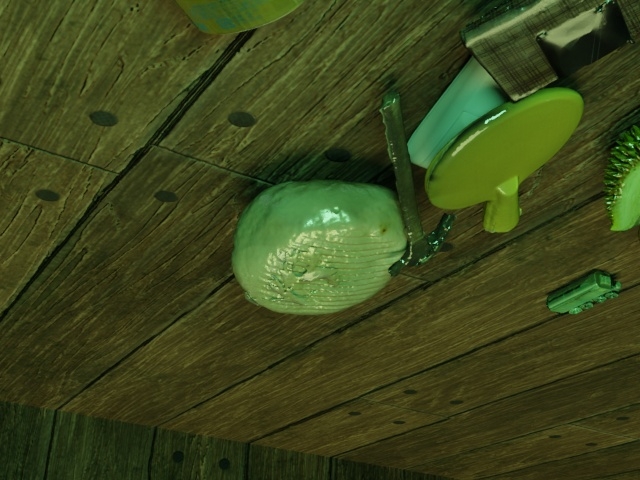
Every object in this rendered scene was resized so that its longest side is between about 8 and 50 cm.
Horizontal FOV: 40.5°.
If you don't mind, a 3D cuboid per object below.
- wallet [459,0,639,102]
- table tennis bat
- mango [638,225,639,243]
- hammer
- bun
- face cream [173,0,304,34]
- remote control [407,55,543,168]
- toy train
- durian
[{"bbox_3d":[0.272,-0.235,0.902,0.230,0.042,0.124,-29,133,27],"label":"wallet"},{"bbox_3d":[0.245,-0.094,1.161,0.224,0.054,0.368,-28,158,1],"label":"table tennis bat"},{"bbox_3d":[0.615,0.003,1.306,0.262,0.130,0.167,-1,148,15],"label":"mango"},{"bbox_3d":[0.114,-0.073,1.149,0.125,0.027,0.297,-35,137,-15],"label":"hammer"},{"bbox_3d":[-0.002,-0.003,1.289,0.273,0.168,0.273,-8,147,-5],"label":"bun"},{"bbox_3d":[-0.128,-0.304,0.800,0.139,0.067,0.285,-11,151,21],"label":"face cream"},{"bbox_3d":[0.204,-0.164,1.079,0.103,0.051,0.293,10,151,-14],"label":"remote control"},{"bbox_3d":[0.484,0.100,1.597,0.071,0.038,0.148,16,150,-21],"label":"toy train"},{"bbox_3d":[0.436,-0.111,1.130,0.137,0.095,0.220,-30,157,-18],"label":"durian"}]
